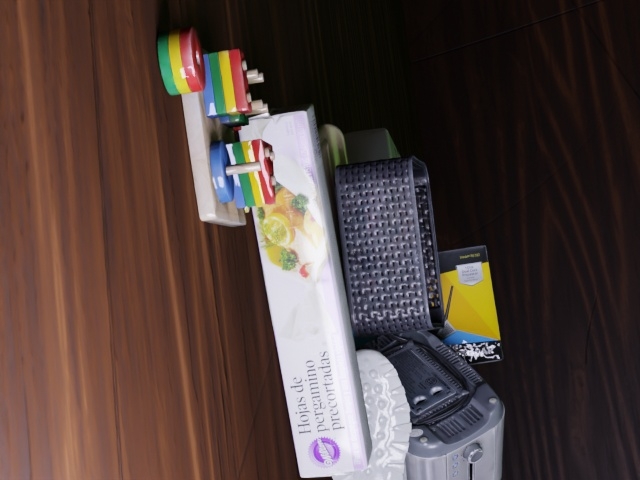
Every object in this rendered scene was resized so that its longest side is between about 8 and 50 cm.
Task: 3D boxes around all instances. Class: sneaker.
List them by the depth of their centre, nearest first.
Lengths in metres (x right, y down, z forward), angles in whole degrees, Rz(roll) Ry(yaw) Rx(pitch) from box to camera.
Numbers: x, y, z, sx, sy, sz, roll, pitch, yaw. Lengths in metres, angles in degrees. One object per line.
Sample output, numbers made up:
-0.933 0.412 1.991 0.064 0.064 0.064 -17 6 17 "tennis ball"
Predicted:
0.046 0.220 1.707 0.095 0.090 0.235 -109 -165 -80 "sneaker"

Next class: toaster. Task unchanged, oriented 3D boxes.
0.104 0.197 1.825 0.227 0.129 0.146 41 -31 44 "toaster"

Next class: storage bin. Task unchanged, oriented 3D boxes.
0.073 0.008 1.773 0.122 0.084 0.180 14 70 -78 "storage bin"

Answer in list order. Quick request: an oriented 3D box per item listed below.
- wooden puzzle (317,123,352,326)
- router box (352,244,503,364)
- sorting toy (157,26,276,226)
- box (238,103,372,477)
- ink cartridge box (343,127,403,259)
0.000 0.000 1.742 0.238 0.044 0.220 -45 126 -75 "wooden puzzle"
0.111 0.085 1.931 0.046 0.179 0.133 42 39 -82 "router box"
-0.065 -0.080 1.290 0.274 0.046 0.132 14 67 -83 "sorting toy"
-0.012 0.043 1.481 0.067 0.063 0.323 -58 139 -77 "box"
0.067 -0.049 2.130 0.190 0.082 0.139 54 29 -77 "ink cartridge box"
